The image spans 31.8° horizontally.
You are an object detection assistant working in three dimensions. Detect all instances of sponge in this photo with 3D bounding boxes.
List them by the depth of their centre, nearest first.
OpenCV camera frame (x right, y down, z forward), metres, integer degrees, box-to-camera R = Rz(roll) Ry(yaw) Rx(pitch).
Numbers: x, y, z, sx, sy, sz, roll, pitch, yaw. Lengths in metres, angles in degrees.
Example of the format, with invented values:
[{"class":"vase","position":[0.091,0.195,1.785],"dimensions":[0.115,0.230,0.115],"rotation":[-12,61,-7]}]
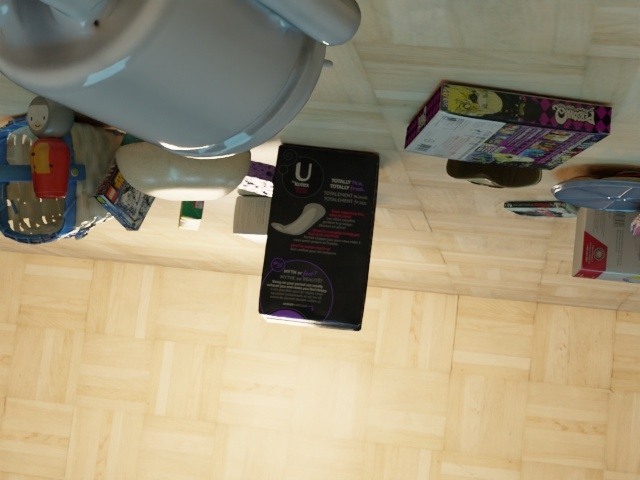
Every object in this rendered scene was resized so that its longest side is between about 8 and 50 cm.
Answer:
[{"class":"sponge","position":[-0.172,-0.120,1.847],"dimensions":[0.210,0.031,0.117],"rotation":[13,171,3]}]

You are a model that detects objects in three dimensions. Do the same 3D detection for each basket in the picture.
[{"class":"basket","position":[-0.450,-0.094,1.737],"dimensions":[0.289,0.201,0.255],"rotation":[1,179,-39]}]

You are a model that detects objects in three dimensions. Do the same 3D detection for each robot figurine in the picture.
[{"class":"robot figurine","position":[-0.123,-0.180,0.868],"dimensions":[0.300,0.200,0.353],"rotation":[6,172,28]}]

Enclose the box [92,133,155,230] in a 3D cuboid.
[{"class":"box","position":[-0.288,-0.096,1.736],"dimensions":[0.027,0.137,0.094],"rotation":[2,145,35]}]

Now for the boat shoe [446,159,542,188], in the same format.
[{"class":"boat shoe","position":[0.259,-0.104,1.638],"dimensions":[0.152,0.056,0.049],"rotation":[13,-178,37]}]

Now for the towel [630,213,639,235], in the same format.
[{"class":"towel","position":[0.577,-0.041,1.714],"dimensions":[0.197,0.029,0.144],"rotation":[-11,172,9]}]

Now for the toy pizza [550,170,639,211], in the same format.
[{"class":"toy pizza","position":[0.454,-0.078,1.714],"dimensions":[0.201,0.032,0.201],"rotation":[6,172,1]}]

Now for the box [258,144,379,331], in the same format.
[{"class":"box","position":[0.000,0.000,1.781],"dimensions":[0.165,0.270,0.143],"rotation":[7,172,3]}]

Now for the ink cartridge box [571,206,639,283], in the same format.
[{"class":"ink cartridge box","position":[0.523,0.003,1.887],"dimensions":[0.176,0.128,0.127],"rotation":[6,172,7]}]

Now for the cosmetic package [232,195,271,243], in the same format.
[{"class":"cosmetic package","position":[-0.047,-0.038,2.241],"dimensions":[0.231,0.085,0.117],"rotation":[1,171,23]}]

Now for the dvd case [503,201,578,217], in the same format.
[{"class":"dvd case","position":[0.398,-0.054,1.997],"dimensions":[0.119,0.013,0.087],"rotation":[0,170,35]}]

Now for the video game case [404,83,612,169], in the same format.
[{"class":"video game case","position":[0.230,-0.140,1.429],"dimensions":[0.210,0.042,0.232],"rotation":[7,172,-4]}]

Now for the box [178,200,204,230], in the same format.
[{"class":"box","position":[-0.230,-0.077,2.029],"dimensions":[0.043,0.105,0.179],"rotation":[9,172,-10]}]

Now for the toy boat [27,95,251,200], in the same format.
[{"class":"toy boat","position":[-0.257,-0.136,1.597],"dimensions":[0.318,0.148,0.267],"rotation":[0,177,-3]}]
